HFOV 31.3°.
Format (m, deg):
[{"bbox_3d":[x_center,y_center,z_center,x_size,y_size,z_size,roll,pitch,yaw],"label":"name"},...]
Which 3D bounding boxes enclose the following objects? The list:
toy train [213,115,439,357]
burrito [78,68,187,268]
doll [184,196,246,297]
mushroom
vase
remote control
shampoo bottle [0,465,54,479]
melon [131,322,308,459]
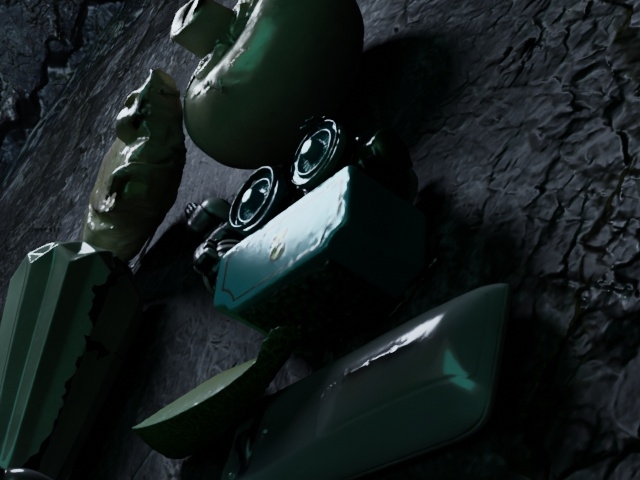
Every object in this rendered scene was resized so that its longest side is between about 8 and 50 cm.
[{"bbox_3d":[0.000,0.000,0.979,0.203,0.112,0.163,-37,34,39],"label":"toy train"},{"bbox_3d":[-0.228,-0.070,1.412,0.347,0.107,0.175,127,164,-61],"label":"burrito"},{"bbox_3d":[-0.090,0.013,1.150,0.067,0.091,0.219,-56,23,12],"label":"doll"},{"bbox_3d":[-0.069,-0.203,1.274,0.246,0.202,0.246,-53,13,18],"label":"mushroom"},{"bbox_3d":[-0.307,0.175,1.284,0.165,0.165,0.360,-32,37,41],"label":"vase"},{"bbox_3d":[0.018,0.121,0.849,0.313,0.055,0.109,-32,32,43],"label":"remote control"},{"bbox_3d":[-0.273,0.248,1.083,0.080,0.165,0.040,-34,31,39],"label":"shampoo bottle"},{"bbox_3d":[-0.076,0.131,0.996,0.114,0.053,0.262,-38,0,-38],"label":"melon"}]
